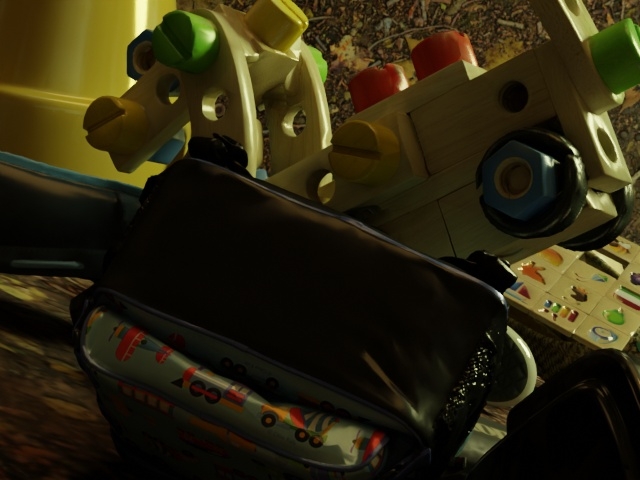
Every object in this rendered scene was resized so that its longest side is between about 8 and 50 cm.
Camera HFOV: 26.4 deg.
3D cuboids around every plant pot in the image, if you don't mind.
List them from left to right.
[{"bbox_3d":[-0.236,-0.181,1.287,0.254,0.239,0.254,11,10,-2],"label":"plant pot"}]

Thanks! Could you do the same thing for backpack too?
[{"bbox_3d":[-0.012,0.061,0.567,0.158,0.117,0.173,24,-27,12],"label":"backpack"}]

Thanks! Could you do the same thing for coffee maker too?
[{"bbox_3d":[0.165,0.105,0.533,0.178,0.171,0.120,17,23,-30],"label":"coffee maker"}]

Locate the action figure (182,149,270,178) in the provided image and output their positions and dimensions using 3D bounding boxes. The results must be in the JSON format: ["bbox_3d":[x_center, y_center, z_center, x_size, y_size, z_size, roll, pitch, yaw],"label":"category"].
[{"bbox_3d":[0.000,0.000,1.250,0.285,0.099,0.185,25,-27,15],"label":"action figure"}]

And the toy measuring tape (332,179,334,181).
[{"bbox_3d":[-0.060,-0.004,1.389,0.330,0.121,0.121,-2,7,-5],"label":"toy measuring tape"}]

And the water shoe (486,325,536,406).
[{"bbox_3d":[0.090,0.076,1.120,0.203,0.073,0.080,24,0,22],"label":"water shoe"}]

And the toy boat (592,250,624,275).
[{"bbox_3d":[0.219,0.047,1.654,0.318,0.148,0.267,26,-17,25],"label":"toy boat"}]

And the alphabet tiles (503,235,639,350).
[{"bbox_3d":[0.185,0.007,1.210,0.237,0.009,0.198,29,33,17],"label":"alphabet tiles"}]

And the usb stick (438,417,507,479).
[{"bbox_3d":[0.049,0.108,0.733,0.278,0.045,0.077,20,4,-18],"label":"usb stick"}]

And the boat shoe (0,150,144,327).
[{"bbox_3d":[-0.127,0.015,0.781,0.258,0.089,0.109,14,-11,-10],"label":"boat shoe"}]

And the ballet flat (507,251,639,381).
[{"bbox_3d":[0.194,0.012,1.384,0.483,0.164,0.182,41,-17,54],"label":"ballet flat"}]

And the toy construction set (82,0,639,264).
[{"bbox_3d":[0.030,-0.076,0.652,0.151,0.215,0.327,-1,-23,-43],"label":"toy construction set"}]

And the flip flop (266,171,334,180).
[{"bbox_3d":[-0.051,-0.029,1.562,0.277,0.080,0.112,2,29,-17],"label":"flip flop"}]
